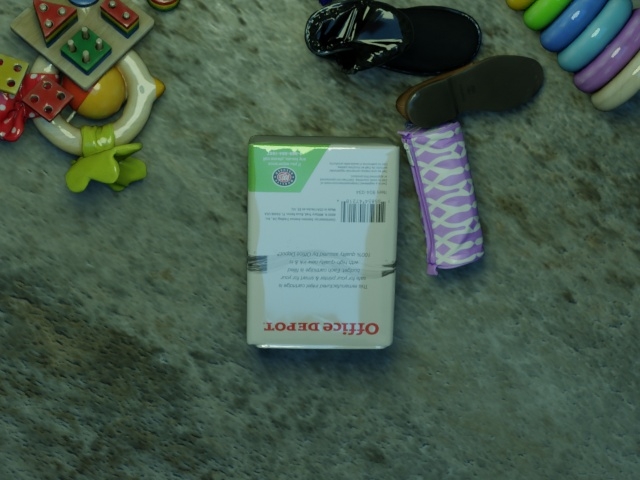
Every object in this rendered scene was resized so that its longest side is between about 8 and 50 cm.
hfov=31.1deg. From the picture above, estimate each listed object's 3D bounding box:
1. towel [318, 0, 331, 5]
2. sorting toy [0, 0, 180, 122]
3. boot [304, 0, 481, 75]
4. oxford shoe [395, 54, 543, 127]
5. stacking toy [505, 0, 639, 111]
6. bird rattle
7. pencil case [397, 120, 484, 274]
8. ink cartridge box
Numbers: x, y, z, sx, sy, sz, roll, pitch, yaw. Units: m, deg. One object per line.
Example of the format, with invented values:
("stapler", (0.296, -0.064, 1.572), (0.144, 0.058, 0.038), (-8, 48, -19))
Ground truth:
("towel", (0.058, -0.462, 1.415), (0.308, 0.076, 0.227), (-46, 137, 0))
("sorting toy", (-0.310, -0.276, 1.466), (0.132, 0.046, 0.274), (40, 71, 6))
("boot", (0.099, -0.254, 1.459), (0.246, 0.207, 0.094), (4, 101, -5))
("oxford shoe", (0.199, -0.208, 1.548), (0.212, 0.076, 0.076), (-14, 109, -17))
("stacking toy", (0.297, -0.321, 1.504), (0.330, 0.141, 0.141), (39, 97, -4))
("bird rattle", (-0.323, -0.180, 1.518), (0.253, 0.143, 0.207), (38, 85, 3))
("pencil case", (0.165, -0.064, 1.561), (0.088, 0.086, 0.206), (-22, 103, -34))
("ink cartridge box", (0.000, 0.000, 1.551), (0.198, 0.115, 0.273), (1, 101, -3))
